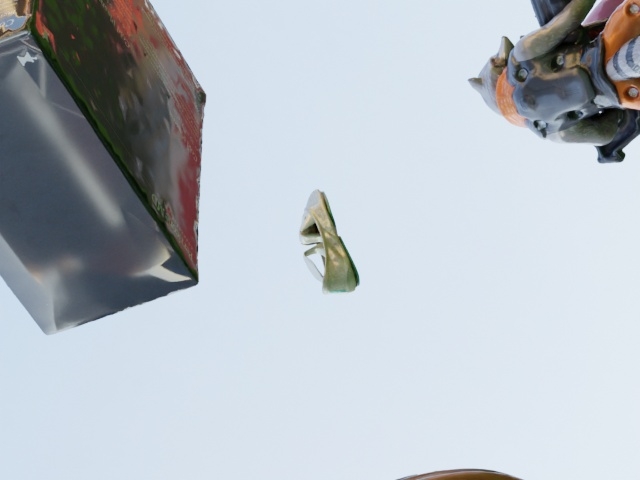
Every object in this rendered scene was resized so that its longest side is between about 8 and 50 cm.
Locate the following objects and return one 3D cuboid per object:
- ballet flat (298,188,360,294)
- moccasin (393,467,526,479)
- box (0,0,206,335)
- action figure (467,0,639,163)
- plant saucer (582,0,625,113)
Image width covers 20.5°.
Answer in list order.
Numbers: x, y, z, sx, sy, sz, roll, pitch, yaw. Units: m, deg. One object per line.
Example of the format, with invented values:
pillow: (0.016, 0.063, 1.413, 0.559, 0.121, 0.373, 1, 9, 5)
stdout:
ballet flat: (0.000, 0.000, 2.108, 0.168, 0.052, 0.057, -113, 12, -46)
moccasin: (0.172, 0.284, 1.381, 0.380, 0.139, 0.147, 28, -161, -31)
box: (-0.267, -0.145, 1.762, 0.312, 0.179, 0.343, -93, -21, -49)
action figure: (0.301, -0.238, 2.033, 0.178, 0.330, 0.341, -37, -78, -46)
plant saucer: (0.457, -0.268, 2.269, 0.332, 0.332, 0.084, -1, -132, -54)
